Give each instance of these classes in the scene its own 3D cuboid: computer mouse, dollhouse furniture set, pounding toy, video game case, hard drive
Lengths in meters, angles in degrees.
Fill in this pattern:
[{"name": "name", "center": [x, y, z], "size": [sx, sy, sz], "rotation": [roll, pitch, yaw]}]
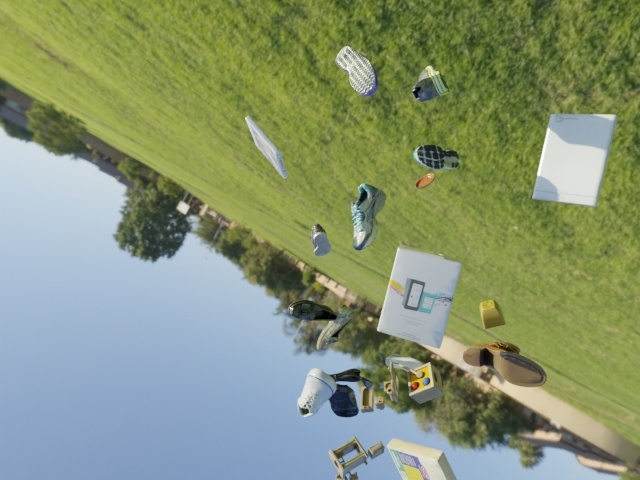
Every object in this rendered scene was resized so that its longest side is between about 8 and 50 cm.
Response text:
[{"name": "computer mouse", "center": [0.099, 0.505, 1.493], "size": [0.060, 0.184, 0.262], "rotation": [-84, -27, -49]}, {"name": "dollhouse furniture set", "center": [0.228, 0.590, 1.782], "size": [0.144, 0.151, 0.123], "rotation": [-76, -28, -59]}, {"name": "pounding toy", "center": [0.397, 0.551, 1.758], "size": [0.100, 0.130, 0.141], "rotation": [43, -151, -26]}, {"name": "video game case", "center": [-0.199, -0.344, 1.650], "size": [0.201, 0.023, 0.183], "rotation": [50, 171, 19]}, {"name": "hard drive", "center": [1.015, -0.327, 1.776], "size": [0.233, 0.352, 0.047], "rotation": [14, -174, 37]}, {"name": "dollhouse furniture set", "center": [0.133, 0.826, 1.672], "size": [0.182, 0.160, 0.101], "rotation": [-18, -141, -24]}]

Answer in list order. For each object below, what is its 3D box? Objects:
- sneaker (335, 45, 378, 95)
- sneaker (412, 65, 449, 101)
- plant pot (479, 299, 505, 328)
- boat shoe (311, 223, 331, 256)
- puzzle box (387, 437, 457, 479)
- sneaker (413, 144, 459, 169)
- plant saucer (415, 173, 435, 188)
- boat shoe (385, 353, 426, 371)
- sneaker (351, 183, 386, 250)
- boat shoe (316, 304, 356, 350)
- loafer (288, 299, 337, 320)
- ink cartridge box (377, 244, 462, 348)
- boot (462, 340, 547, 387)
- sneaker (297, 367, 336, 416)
[{"name": "sneaker", "center": [0.173, -0.629, 1.685], "size": [0.146, 0.102, 0.293], "rotation": [23, -147, -41]}, {"name": "sneaker", "center": [0.432, -0.638, 1.821], "size": [0.111, 0.121, 0.300], "rotation": [59, -166, -18]}, {"name": "plant pot", "center": [0.656, 0.278, 1.705], "size": [0.083, 0.082, 0.081], "rotation": [62, -158, -22]}, {"name": "boat shoe", "center": [0.000, 0.000, 1.837], "size": [0.206, 0.075, 0.064], "rotation": [81, 173, -62]}, {"name": "puzzle box", "center": [0.460, 1.012, 1.801], "size": [0.272, 0.052, 0.408], "rotation": [-14, 104, 52]}, {"name": "sneaker", "center": [0.493, -0.346, 1.931], "size": [0.276, 0.106, 0.110], "rotation": [3, 173, -41]}, {"name": "plant saucer", "center": [0.403, -0.226, 1.698], "size": [0.013, 0.083, 0.083], "rotation": [50, 170, -23]}, {"name": "boat shoe", "center": [0.444, 0.611, 2.218], "size": [0.227, 0.083, 0.076], "rotation": [13, -159, 24]}, {"name": "sneaker", "center": [0.162, -0.098, 1.774], "size": [0.122, 0.282, 0.110], "rotation": [28, 158, -33]}, {"name": "boat shoe", "center": [0.076, 0.466, 2.277], "size": [0.089, 0.285, 0.105], "rotation": [36, -161, 22]}, {"name": "loafer", "center": [-0.030, 0.348, 2.150], "size": [0.268, 0.096, 0.084], "rotation": [13, -177, -39]}, {"name": "ink cartridge box", "center": [0.315, 0.166, 1.410], "size": [0.197, 0.269, 0.198], "rotation": [14, -175, 12]}, {"name": "boot", "center": [0.674, 0.427, 1.569], "size": [0.284, 0.108, 0.220], "rotation": [0, 179, 42]}, {"name": "sneaker", "center": [-0.016, 0.464, 1.312], "size": [0.094, 0.091, 0.258], "rotation": [26, 144, 13]}]
